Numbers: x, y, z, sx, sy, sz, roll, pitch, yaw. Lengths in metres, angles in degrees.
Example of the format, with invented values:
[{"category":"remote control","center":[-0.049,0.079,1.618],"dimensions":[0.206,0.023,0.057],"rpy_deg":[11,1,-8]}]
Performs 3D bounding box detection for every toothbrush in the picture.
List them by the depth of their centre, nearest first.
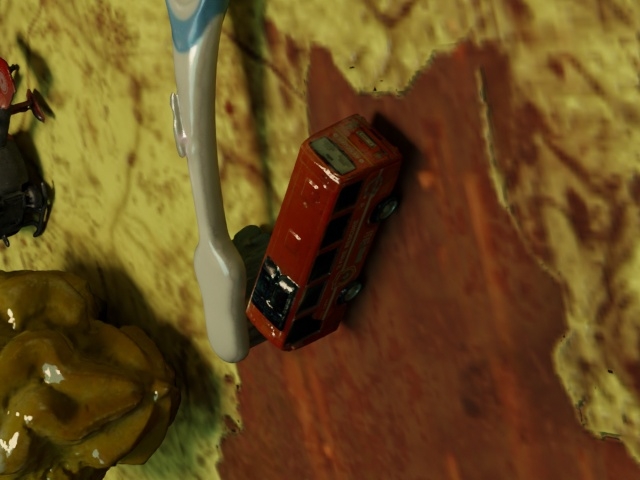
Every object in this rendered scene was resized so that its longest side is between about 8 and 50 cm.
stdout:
[{"category":"toothbrush","center":[-0.051,-0.124,0.613],"dimensions":[0.040,0.040,0.386],"rpy_deg":[19,125,43]}]

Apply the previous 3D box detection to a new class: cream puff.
[{"category":"cream puff","center":[-0.134,0.076,0.784],"dimensions":[0.146,0.116,0.146],"rpy_deg":[173,90,-77]}]

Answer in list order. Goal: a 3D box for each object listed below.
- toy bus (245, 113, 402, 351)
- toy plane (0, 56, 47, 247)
[{"category":"toy bus","center":[0.000,0.000,0.622],"dimensions":[0.031,0.043,0.110],"rpy_deg":[44,139,23]},{"category":"toy plane","center":[-0.169,-0.042,0.807],"dimensions":[0.060,0.037,0.145],"rpy_deg":[58,148,24]}]
